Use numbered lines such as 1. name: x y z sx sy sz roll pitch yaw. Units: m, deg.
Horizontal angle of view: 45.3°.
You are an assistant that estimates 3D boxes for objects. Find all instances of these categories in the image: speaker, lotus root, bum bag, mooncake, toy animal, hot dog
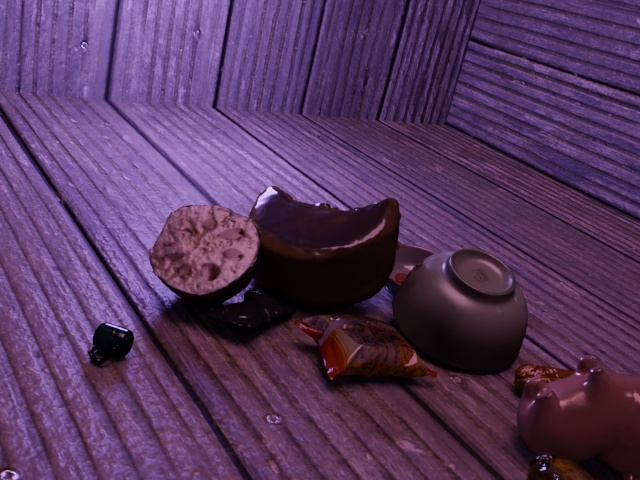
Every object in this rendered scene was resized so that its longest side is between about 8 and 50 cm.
1. speaker: -0.432 0.210 1.566 0.075 0.060 0.094 16 22 9
2. lotus root: 0.448 0.467 1.384 0.120 0.120 0.209 6 21 -19
3. bum bag: -0.160 0.171 1.825 0.123 0.060 0.248 24 22 23
4. lotus root: -0.274 0.049 1.859 0.272 0.192 0.272 2 63 -4
5. mooncake: 0.000 0.000 2.040 0.393 0.246 0.394 -18 38 -23
6. toy animal: 0.573 0.372 1.569 0.326 0.269 0.237 -18 20 8
7. hot dog: 0.584 0.345 1.814 0.269 0.072 0.115 9 23 -6

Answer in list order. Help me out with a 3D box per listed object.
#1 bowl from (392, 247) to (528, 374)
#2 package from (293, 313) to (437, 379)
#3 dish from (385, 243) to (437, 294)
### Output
1. bowl: 0.373 0.144 1.923 0.354 0.185 0.354 12 36 -9
2. package: 0.106 0.240 1.750 0.288 0.108 0.223 4 25 -30
3. dish: 0.263 0.109 2.184 0.260 0.085 0.260 11 28 -6
